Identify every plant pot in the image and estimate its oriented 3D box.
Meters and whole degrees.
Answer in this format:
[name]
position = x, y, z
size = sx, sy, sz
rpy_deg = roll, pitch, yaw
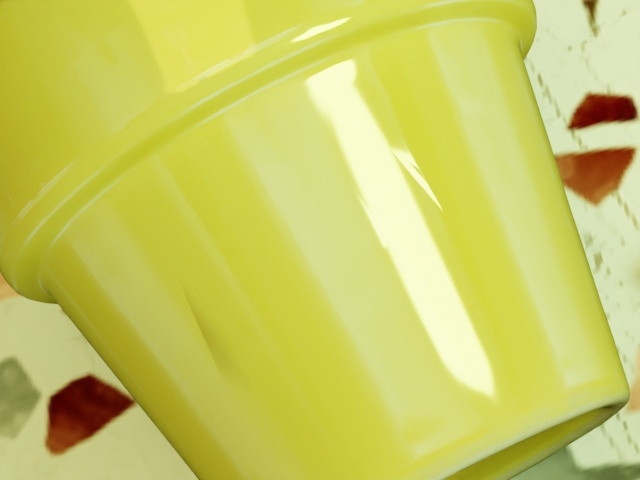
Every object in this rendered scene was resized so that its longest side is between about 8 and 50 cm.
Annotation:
[plant pot]
position = 0.000, 0.000, 0.831
size = 0.254, 0.254, 0.239
rpy_deg = -29, 78, 7
